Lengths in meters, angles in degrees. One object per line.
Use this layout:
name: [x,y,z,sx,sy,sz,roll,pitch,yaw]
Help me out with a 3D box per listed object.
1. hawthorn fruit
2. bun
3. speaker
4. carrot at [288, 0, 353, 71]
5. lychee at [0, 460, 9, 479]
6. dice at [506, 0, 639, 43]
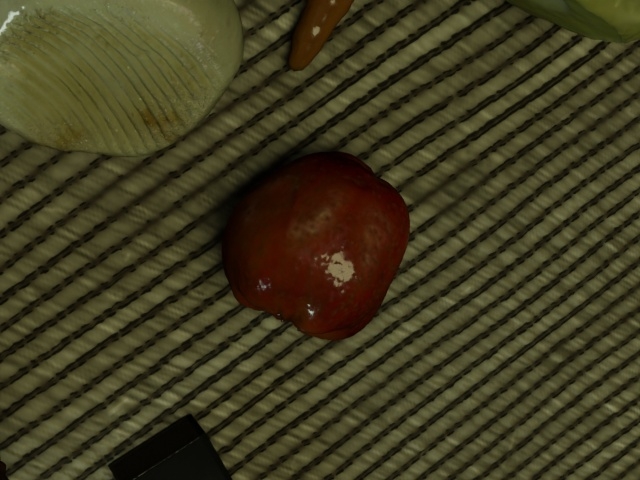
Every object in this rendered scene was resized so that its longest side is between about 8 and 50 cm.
hawthorn fruit: [0.000,0.000,0.964,0.133,0.133,0.138,30,86,-28]
bun: [-0.146,-0.139,0.873,0.183,0.102,0.183,-6,141,-5]
speaker: [-0.083,0.248,1.057,0.082,0.044,0.218,-31,116,-11]
carrot: [0.048,-0.274,0.935,0.069,0.069,0.336,16,103,-26]
lychee: [-0.332,0.211,0.821,0.267,0.267,0.267,-7,109,-21]
dice: [0.185,-0.253,0.938,0.166,0.169,0.169,27,95,-28]
